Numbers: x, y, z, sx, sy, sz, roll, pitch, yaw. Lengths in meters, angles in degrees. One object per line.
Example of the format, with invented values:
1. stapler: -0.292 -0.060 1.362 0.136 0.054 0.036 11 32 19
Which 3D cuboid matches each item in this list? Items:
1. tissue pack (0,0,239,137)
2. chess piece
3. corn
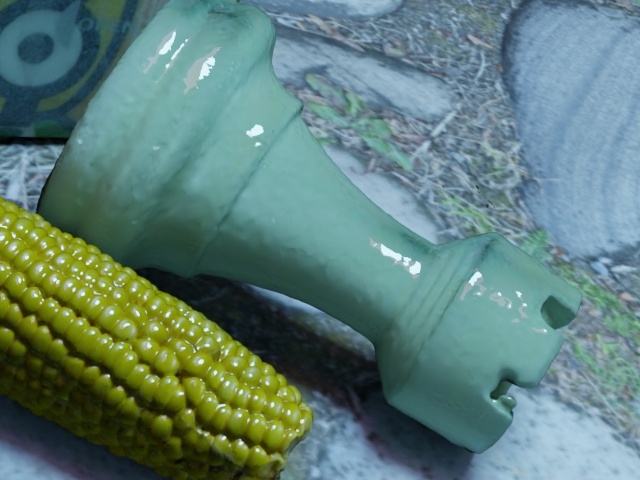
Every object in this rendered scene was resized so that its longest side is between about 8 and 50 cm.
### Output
1. tissue pack: -0.203 -0.184 1.095 0.311 0.228 0.128 0 40 -30
2. chess piece: 0.000 0.000 1.016 0.299 0.194 0.194 33 34 0
3. corn: -0.148 0.044 0.929 0.310 0.101 0.101 28 34 9
